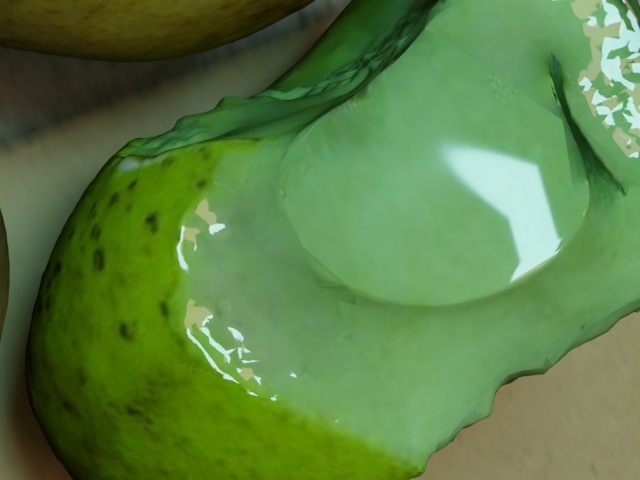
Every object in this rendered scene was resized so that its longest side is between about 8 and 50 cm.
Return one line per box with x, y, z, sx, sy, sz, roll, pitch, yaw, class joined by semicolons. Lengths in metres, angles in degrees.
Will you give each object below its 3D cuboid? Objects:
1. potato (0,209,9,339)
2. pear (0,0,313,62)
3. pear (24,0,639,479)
-0.167;-0.015;0.531;0.116;0.299;0.239;-28;98;0;potato
-0.073;-0.213;0.627;0.314;0.314;0.314;4;83;-37;pear
0.000;0.000;0.719;0.282;0.286;0.176;-35;93;-8;pear
